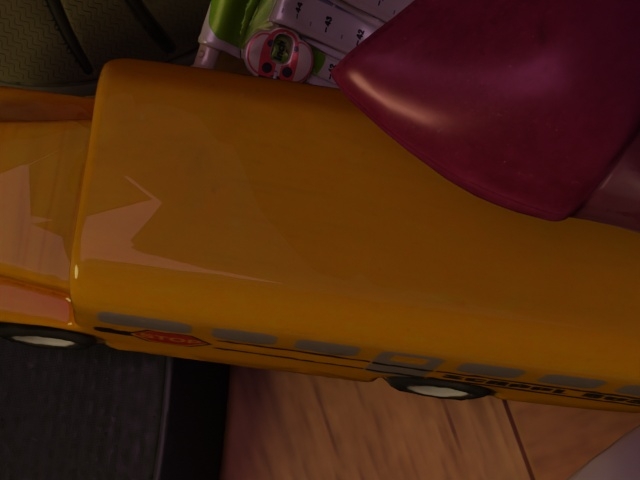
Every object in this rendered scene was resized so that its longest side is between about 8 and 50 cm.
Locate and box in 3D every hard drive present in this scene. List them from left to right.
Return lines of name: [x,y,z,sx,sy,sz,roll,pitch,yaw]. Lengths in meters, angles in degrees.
hard drive: [-0.134,0.084,0.732,0.172,0.054,0.255,3,81,15]

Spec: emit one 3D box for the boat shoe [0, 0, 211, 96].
boat shoe: [-0.052,-0.175,0.731,0.302,0.113,0.103,-30,41,-2]

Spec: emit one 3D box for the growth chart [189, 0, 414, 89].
growth chart: [0.070,-0.122,0.681,0.237,0.021,0.172,12,92,-12]

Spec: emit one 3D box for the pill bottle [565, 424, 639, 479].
pill bottle: [0.193,0.226,0.545,0.176,0.176,0.318,-45,67,3]

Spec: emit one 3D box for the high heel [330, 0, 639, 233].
high heel: [0.139,-0.173,0.605,0.181,0.127,0.377,22,59,-7]

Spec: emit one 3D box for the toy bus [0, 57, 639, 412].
toy bus: [0.000,0.000,0.642,0.332,0.130,0.108,8,77,-4]
